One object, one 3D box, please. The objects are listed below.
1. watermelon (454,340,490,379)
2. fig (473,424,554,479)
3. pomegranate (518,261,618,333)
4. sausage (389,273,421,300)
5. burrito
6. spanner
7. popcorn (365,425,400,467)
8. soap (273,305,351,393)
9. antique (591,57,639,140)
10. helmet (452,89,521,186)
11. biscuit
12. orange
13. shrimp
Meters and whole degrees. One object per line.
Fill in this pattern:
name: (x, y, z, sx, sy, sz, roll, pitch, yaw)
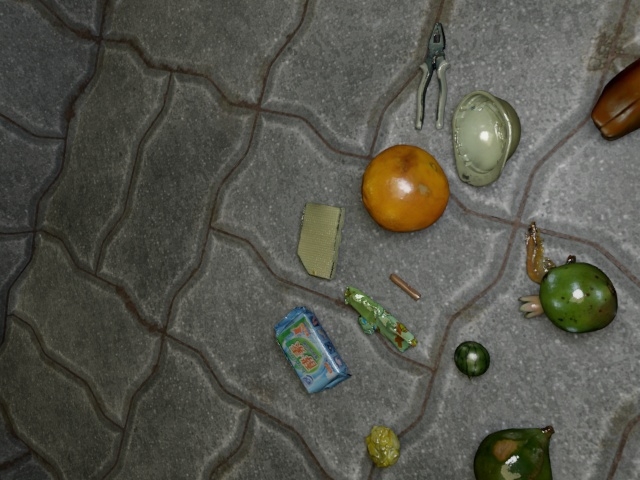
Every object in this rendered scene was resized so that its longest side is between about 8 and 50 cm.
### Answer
watermelon: (0.431, 0.342, 1.226, 0.109, 0.109, 0.108, -1, 88, 26)
fig: (0.530, 0.589, 1.142, 0.245, 0.195, 0.195, -33, 71, -15)
pomegranate: (0.627, 0.152, 1.105, 0.225, 0.187, 0.186, -26, 76, 50)
sausage: (0.265, 0.145, 1.354, 0.116, 0.026, 0.026, 39, 105, 22)
burrito: (0.176, 0.260, 1.381, 0.288, 0.054, 0.104, 41, 107, 20)
spanner: (0.348, -0.503, 1.327, 0.096, 0.040, 0.324, 6, 92, 25)
popcorn: (0.190, 0.641, 1.331, 0.116, 0.106, 0.120, 23, 98, 15)
soap: (-0.036, 0.374, 1.465, 0.156, 0.077, 0.293, -41, 72, 19)
antique: (0.781, -0.357, 1.009, 0.278, 0.224, 0.129, -37, 72, 36)
helmet: (0.483, -0.287, 1.203, 0.204, 0.137, 0.257, 20, 119, 61)
biscuit: (0.000, 0.000, 1.474, 0.150, 0.052, 0.252, 9, 91, 30)
orange: (0.243, -0.148, 1.246, 0.261, 0.261, 0.261, -1, 88, 26)
shrimp: (0.627, 0.033, 1.177, 0.124, 0.034, 0.178, -2, 89, 23)
